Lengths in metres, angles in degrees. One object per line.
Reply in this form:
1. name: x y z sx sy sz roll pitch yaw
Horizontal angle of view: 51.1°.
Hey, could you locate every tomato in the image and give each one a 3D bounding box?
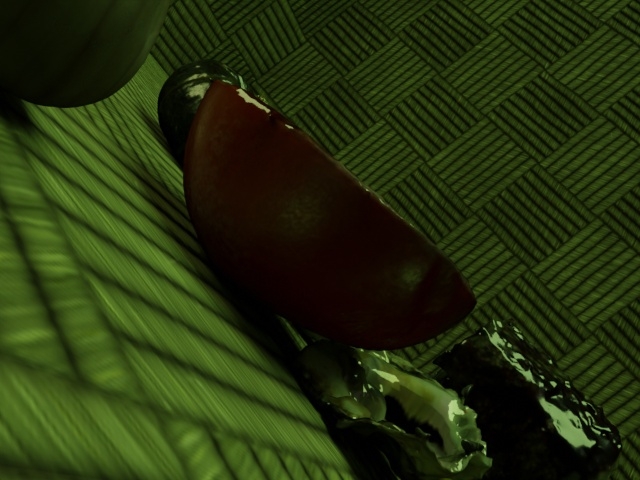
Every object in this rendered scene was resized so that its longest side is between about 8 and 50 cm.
1. tomato: -0.011 0.006 0.647 0.338 0.144 0.338 38 1 0

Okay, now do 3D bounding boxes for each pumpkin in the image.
1. pumpkin: -0.145 -0.165 1.001 0.224 0.157 0.224 54 11 -16

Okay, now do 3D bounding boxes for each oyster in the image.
1. oyster: 0.075 0.180 0.687 0.201 0.107 0.354 27 5 14

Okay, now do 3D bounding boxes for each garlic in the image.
1. garlic: -0.172 -0.191 0.366 0.160 0.191 0.214 20 34 -39

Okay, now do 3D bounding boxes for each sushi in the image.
1. sushi: 0.299 0.308 1.100 0.294 0.281 0.299 46 5 17

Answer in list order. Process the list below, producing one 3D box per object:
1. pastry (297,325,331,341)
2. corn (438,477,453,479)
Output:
1. pastry: 0.027 0.062 0.857 0.156 0.156 0.092 52 -4 -30
2. corn: 0.102 0.223 0.469 0.080 0.080 0.231 52 -4 33
